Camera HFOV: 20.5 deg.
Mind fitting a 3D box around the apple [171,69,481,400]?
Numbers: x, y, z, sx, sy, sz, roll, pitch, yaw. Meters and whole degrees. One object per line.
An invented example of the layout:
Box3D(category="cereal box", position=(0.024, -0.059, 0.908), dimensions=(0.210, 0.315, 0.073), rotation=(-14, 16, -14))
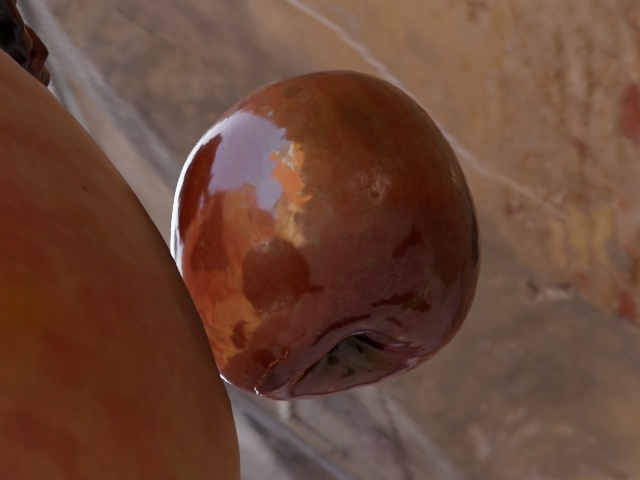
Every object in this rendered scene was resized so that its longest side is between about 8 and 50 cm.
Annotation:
Box3D(category="apple", position=(0.000, 0.000, 1.018), dimensions=(0.181, 0.168, 0.181), rotation=(-20, -23, -9))

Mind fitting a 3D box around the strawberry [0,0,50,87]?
Box3D(category="strawberry", position=(-0.327, -0.124, 1.178), dimensions=(0.258, 0.261, 0.261), rotation=(-32, -36, -25))

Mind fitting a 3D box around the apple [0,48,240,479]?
Box3D(category="apple", position=(-0.224, 0.087, 0.644), dimensions=(0.391, 0.391, 0.346), rotation=(-51, -38, -7))
